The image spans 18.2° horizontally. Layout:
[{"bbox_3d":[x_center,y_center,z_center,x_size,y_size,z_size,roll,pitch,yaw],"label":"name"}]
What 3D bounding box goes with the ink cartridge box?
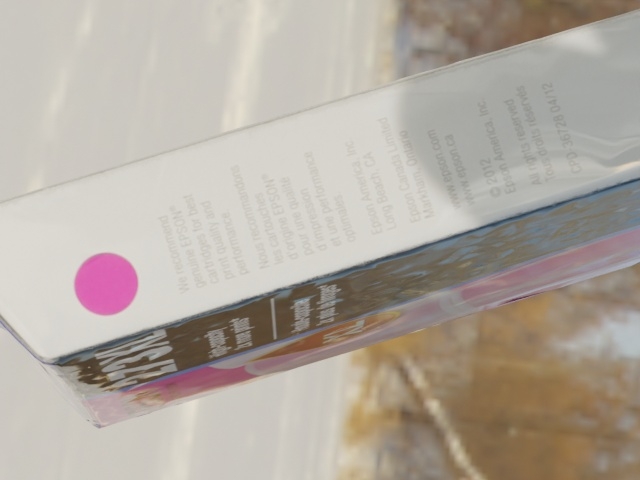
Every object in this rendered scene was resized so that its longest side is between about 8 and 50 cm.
[{"bbox_3d":[0.000,0.000,0.714,0.176,0.371,0.069,93,-19,-78],"label":"ink cartridge box"}]
